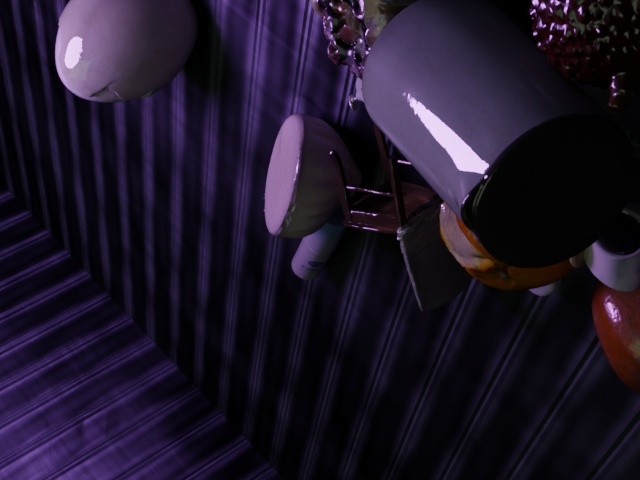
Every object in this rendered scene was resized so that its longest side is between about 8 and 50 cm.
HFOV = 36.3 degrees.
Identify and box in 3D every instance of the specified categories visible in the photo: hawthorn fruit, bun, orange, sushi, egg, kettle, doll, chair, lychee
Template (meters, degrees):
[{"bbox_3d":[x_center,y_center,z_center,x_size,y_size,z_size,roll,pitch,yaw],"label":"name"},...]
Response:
[{"bbox_3d":[0.493,0.106,1.468,0.251,0.199,0.199,61,154,25],"label":"hawthorn fruit"},{"bbox_3d":[-0.004,-0.123,2.003,0.263,0.175,0.263,-172,90,-75],"label":"bun"},{"bbox_3d":[0.309,-0.035,1.540,0.240,0.240,0.240,37,145,32],"label":"orange"},{"bbox_3d":[0.082,-0.395,1.595,0.236,0.171,0.270,26,143,41],"label":"sushi"},{"bbox_3d":[-0.444,-0.446,2.171,0.278,0.336,0.278,38,155,22],"label":"egg"},{"bbox_3d":[0.286,-0.159,1.344,0.377,0.361,0.250,-118,27,-51],"label":"kettle"},{"bbox_3d":[0.454,0.030,1.333,0.144,0.208,0.271,71,-171,-50],"label":"doll"},{"bbox_3d":[0.156,-0.046,1.842,0.186,0.160,0.319,13,128,44],"label":"chair"},{"bbox_3d":[0.384,-0.298,1.150,0.275,0.275,0.304,12,90,51],"label":"lychee"}]

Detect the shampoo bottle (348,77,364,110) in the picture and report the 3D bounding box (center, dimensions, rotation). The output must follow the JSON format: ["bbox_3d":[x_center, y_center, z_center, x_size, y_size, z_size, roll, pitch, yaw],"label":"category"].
[{"bbox_3d":[0.096,-0.284,1.807,0.077,0.045,0.152,60,151,-6],"label":"shampoo bottle"}]

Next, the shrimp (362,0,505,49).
[{"bbox_3d":[0.166,-0.427,1.428,0.110,0.221,0.446,-111,15,-61],"label":"shrimp"}]

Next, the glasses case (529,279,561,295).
[{"bbox_3d":[0.345,0.014,1.717,0.197,0.049,0.076,51,150,11],"label":"glasses case"}]

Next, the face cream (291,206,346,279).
[{"bbox_3d":[0.000,0.000,2.189,0.077,0.077,0.250,49,149,14],"label":"face cream"}]
